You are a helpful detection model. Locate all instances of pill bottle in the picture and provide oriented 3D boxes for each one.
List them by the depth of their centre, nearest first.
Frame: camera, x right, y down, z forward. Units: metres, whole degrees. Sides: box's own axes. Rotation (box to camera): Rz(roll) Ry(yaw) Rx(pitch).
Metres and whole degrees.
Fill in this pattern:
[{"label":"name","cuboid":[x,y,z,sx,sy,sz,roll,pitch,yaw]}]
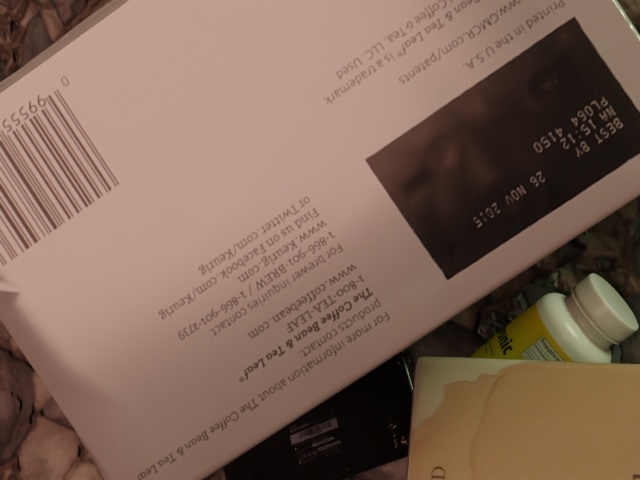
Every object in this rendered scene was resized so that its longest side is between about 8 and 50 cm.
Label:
[{"label":"pill bottle","cuboid":[0.151,0.076,0.858,0.116,0.065,0.065,-42,67,20]}]

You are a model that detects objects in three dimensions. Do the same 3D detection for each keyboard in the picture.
[{"label":"keyboard","cuboid":[0.004,0.159,0.962,0.180,0.023,0.108,-25,68,27]}]

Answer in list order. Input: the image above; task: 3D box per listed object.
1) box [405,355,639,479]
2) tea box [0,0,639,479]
[{"label":"box","cuboid":[0.210,0.150,0.733,0.311,0.121,0.147,-1,72,16]},{"label":"tea box","cuboid":[0.006,-0.054,0.743,0.329,0.323,0.220,-34,90,8]}]
